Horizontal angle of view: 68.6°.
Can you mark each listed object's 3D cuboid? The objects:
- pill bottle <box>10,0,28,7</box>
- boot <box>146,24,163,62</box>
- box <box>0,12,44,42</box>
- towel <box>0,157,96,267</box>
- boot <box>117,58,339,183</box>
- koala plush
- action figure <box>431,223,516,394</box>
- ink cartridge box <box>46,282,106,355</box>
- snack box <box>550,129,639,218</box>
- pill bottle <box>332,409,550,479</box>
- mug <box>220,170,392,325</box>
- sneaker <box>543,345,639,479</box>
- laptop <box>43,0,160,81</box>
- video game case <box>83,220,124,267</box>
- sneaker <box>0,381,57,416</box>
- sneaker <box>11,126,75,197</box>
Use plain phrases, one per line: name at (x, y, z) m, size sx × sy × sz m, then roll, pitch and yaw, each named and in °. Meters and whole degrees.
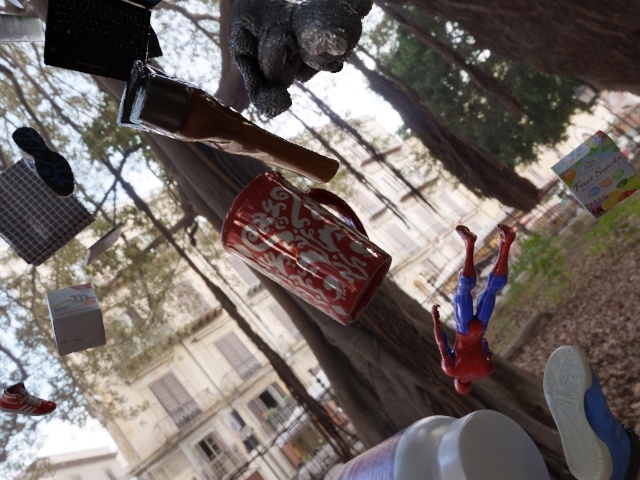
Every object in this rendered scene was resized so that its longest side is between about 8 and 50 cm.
pill bottle at (-0.708, -0.670, 1.143) m, size 0.187 × 0.111 × 0.112 m, roll -57°, pitch -15°, yaw -9°
boot at (-0.487, -0.525, 1.271) m, size 0.099 × 0.045 × 0.121 m, roll -31°, pitch -21°, yaw -15°
box at (-0.706, -0.405, 0.882) m, size 0.232 × 0.322 × 0.059 m, roll 0°, pitch -65°, yaw -9°
towel at (-0.861, -0.096, 1.394) m, size 0.235 × 0.283 × 0.121 m, roll -46°, pitch -1°, yaw -16°
boot at (-0.140, -0.173, 0.698) m, size 0.280 × 0.264 × 0.096 m, roll 14°, pitch -86°, yaw -34°
koala plush at (-0.026, -0.348, 0.801) m, size 0.196 × 0.221 × 0.203 m, roll -57°, pitch -47°, yaw -33°
action figure at (0.224, 0.100, 0.722) m, size 0.139 × 0.091 × 0.281 m, roll -92°, pitch 2°, yaw -68°
ink cartridge box at (-0.723, 0.230, 1.389) m, size 0.128 × 0.176 × 0.128 m, roll -13°, pitch -61°, yaw -31°
snack box at (0.498, -0.115, 0.843) m, size 0.100 × 0.141 × 0.037 m, roll -43°, pitch 28°, yaw 22°
pill bottle at (0.139, 0.333, 0.611) m, size 0.169 × 0.169 × 0.302 m, roll -29°, pitch -19°, yaw -43°
mug at (-0.002, -0.003, 0.537) m, size 0.150 × 0.169 × 0.113 m, roll -50°, pitch -19°, yaw -17°
sneaker at (0.311, 0.201, 0.534) m, size 0.058 × 0.084 × 0.152 m, roll -42°, pitch 31°, yaw 40°
laptop at (-0.409, -0.464, 0.962) m, size 0.234 × 0.136 × 0.265 m, roll -10°, pitch -63°, yaw -57°
video game case at (-0.562, 0.009, 1.217) m, size 0.087 × 0.011 × 0.122 m, roll -49°, pitch 6°, yaw 44°
sneaker at (-0.666, 0.363, 1.075) m, size 0.118 × 0.042 × 0.067 m, roll 15°, pitch -67°, yaw -27°
sneaker at (-0.707, -0.196, 1.217) m, size 0.080 × 0.211 × 0.081 m, roll -34°, pitch -6°, yaw -29°
